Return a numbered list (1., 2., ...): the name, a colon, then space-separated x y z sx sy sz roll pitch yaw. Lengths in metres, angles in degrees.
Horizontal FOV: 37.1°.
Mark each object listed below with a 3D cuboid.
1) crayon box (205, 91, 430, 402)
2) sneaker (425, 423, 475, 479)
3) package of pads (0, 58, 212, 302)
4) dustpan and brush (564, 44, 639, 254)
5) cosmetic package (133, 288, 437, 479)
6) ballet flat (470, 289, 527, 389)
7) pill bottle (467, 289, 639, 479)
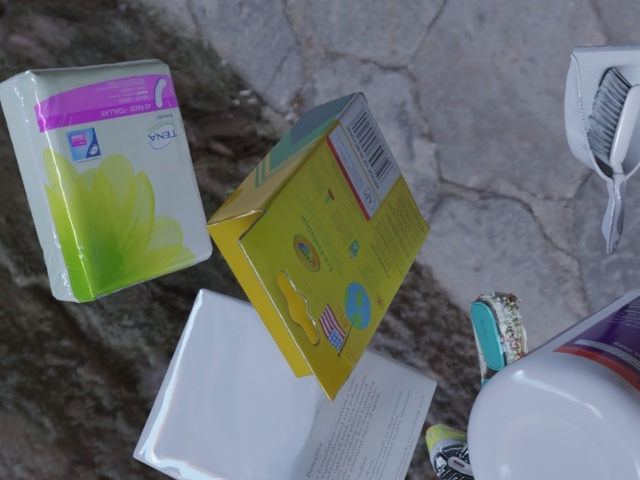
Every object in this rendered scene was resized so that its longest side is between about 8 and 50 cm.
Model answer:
1. crayon box: 0.000 0.000 1.026 0.081 0.318 0.202 -14 114 33
2. sneaker: 0.232 0.321 1.372 0.081 0.208 0.094 -49 26 6
3. package of pads: -0.275 -0.086 1.272 0.101 0.229 0.296 -7 98 40
4. dustpan and brush: 0.303 -0.091 0.986 0.060 0.147 0.211 29 120 44
5. cosmetic package: -0.048 0.321 1.733 0.327 0.394 0.329 16 80 34
6. ballet flat: 0.274 0.186 1.383 0.091 0.077 0.240 8 109 54
7. pill bottle: 0.288 0.151 0.880 0.182 0.323 0.181 13 111 38
